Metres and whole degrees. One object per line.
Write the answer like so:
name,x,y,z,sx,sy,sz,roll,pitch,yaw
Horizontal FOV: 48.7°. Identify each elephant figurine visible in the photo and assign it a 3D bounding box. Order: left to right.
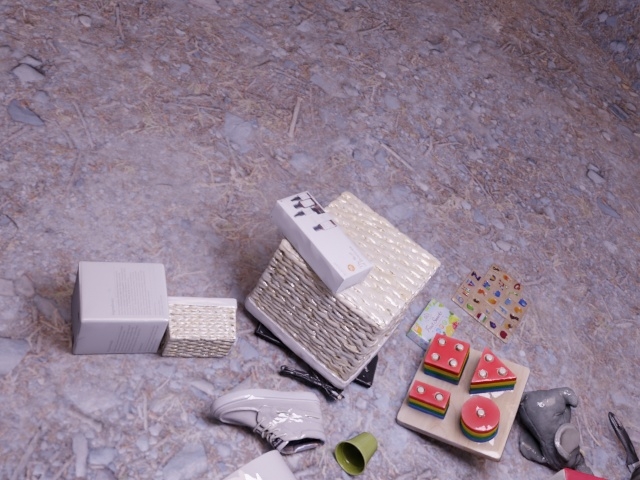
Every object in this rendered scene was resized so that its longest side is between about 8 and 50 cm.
elephant figurine,0.588,0.496,1.767,0.185,0.169,0.240,-7,71,4

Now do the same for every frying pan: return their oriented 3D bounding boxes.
frying pan,0.825,0.628,1.831,0.326,0.053,0.197,45,49,12

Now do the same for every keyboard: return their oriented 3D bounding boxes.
keyboard,-0.013,0.281,1.720,0.317,0.033,0.202,26,42,-4

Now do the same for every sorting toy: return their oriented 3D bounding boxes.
sorting toy,0.348,0.358,1.701,0.255,0.089,0.257,17,53,21

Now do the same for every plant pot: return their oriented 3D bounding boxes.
plant pot,0.089,0.472,1.593,0.083,0.083,0.079,49,38,15

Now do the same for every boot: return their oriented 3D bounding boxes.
boot,-0.107,0.398,1.537,0.258,0.095,0.123,4,46,-24

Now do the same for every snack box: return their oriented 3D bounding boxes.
snack box,0.306,0.234,1.903,0.100,0.037,0.141,37,48,7

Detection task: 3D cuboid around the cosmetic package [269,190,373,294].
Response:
cosmetic package,0.000,0.000,1.541,0.098,0.060,0.239,-23,63,-40

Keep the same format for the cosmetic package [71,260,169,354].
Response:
cosmetic package,-0.439,0.148,1.539,0.183,0.151,0.152,4,53,-25

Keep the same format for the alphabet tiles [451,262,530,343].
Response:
alphabet tiles,0.510,0.167,2.073,0.198,0.009,0.237,39,48,8

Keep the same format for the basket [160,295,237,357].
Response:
basket,-0.278,0.199,1.603,0.167,0.113,0.103,4,55,-23

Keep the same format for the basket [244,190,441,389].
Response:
basket,0.054,0.105,1.710,0.331,0.266,0.328,38,44,11

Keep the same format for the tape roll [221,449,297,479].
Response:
tape roll,-0.134,0.534,1.320,0.246,0.246,0.169,-24,68,-37

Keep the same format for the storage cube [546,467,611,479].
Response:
storage cube,0.600,0.653,1.602,0.193,0.215,0.184,16,50,-5
